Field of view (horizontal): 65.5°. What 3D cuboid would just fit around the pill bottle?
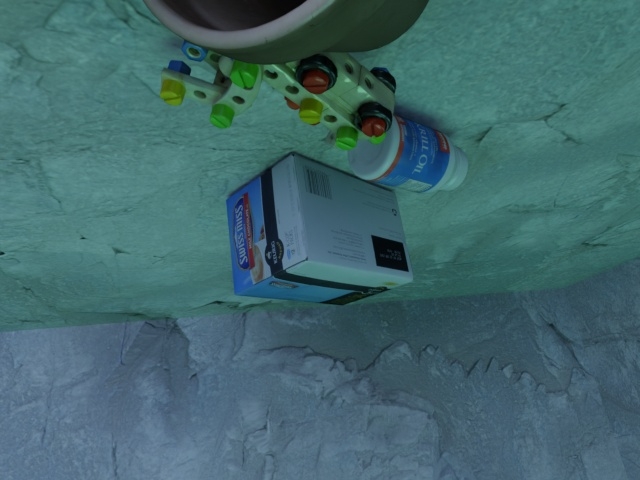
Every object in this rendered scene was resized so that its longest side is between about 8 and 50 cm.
[{"bbox_3d":[0.169,-0.155,0.920,0.221,0.124,0.124,6,154,-38],"label":"pill bottle"}]

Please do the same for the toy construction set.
[{"bbox_3d":[-0.026,-0.196,0.672,0.327,0.151,0.215,10,162,-42],"label":"toy construction set"}]

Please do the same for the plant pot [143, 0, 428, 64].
[{"bbox_3d":[0.002,-0.272,0.430,0.263,0.263,0.229,-20,175,27],"label":"plant pot"}]

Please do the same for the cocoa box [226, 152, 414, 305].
[{"bbox_3d":[0.000,0.000,1.100,0.228,0.232,0.347,-26,154,39],"label":"cocoa box"}]
